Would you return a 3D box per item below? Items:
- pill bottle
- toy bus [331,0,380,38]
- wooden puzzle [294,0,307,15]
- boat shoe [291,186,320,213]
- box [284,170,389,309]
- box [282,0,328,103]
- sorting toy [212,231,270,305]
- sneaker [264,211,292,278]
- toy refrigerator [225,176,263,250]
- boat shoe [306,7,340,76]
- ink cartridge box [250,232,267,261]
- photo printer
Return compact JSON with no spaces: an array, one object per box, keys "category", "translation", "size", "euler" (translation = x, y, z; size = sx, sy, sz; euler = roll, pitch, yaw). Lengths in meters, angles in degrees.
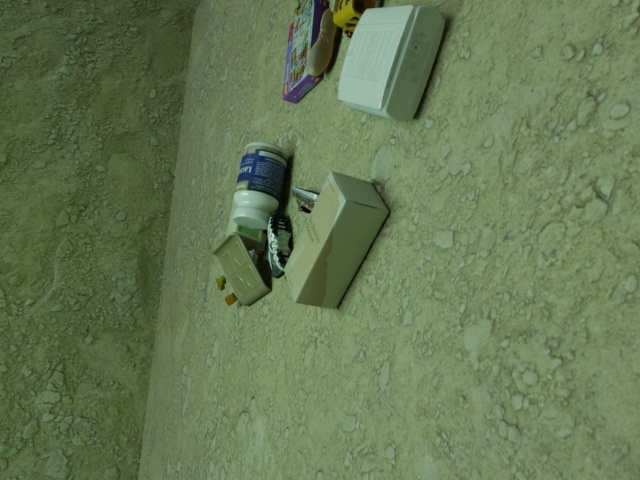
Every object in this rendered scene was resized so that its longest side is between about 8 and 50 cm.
[{"category":"pill bottle","translation":[-0.201,-0.177,1.978],"size":[0.153,0.153,0.265],"euler":[-25,52,59]},{"category":"toy bus","translation":[0.084,-0.639,1.672],"size":[0.202,0.104,0.191],"euler":[-57,32,37]},{"category":"wooden puzzle","translation":[-0.070,-0.877,2.200],"size":[0.116,0.014,0.078],"euler":[-56,33,38]},{"category":"boat shoe","translation":[-0.041,-0.113,1.745],"size":[0.183,0.066,0.066],"euler":[26,104,64]},{"category":"box","translation":[0.032,0.004,1.476],"size":[0.311,0.121,0.148],"euler":[-65,28,27]},{"category":"box","translation":[-0.051,-0.631,2.002],"size":[0.201,0.057,0.293],"euler":[-22,59,59]},{"category":"sorting toy","translation":[-0.286,0.114,2.065],"size":[0.229,0.041,0.307],"euler":[59,145,4]},{"category":"sneaker","translation":[-0.138,0.019,1.873],"size":[0.106,0.078,0.234],"euler":[-50,39,41]},{"category":"toy refrigerator","translation":[-0.245,-0.112,2.083],"size":[0.094,0.102,0.269],"euler":[-35,41,50]},{"category":"boat shoe","translation":[0.019,-0.602,1.844],"size":[0.207,0.073,0.073],"euler":[-68,-11,13]},{"category":"ink cartridge box","translation":[-0.218,0.028,2.093],"size":[0.063,0.029,0.115],"euler":[16,94,65]},{"category":"photo printer","translation":[0.150,-0.427,1.437],"size":[0.307,0.107,0.256],"euler":[39,114,63]}]
